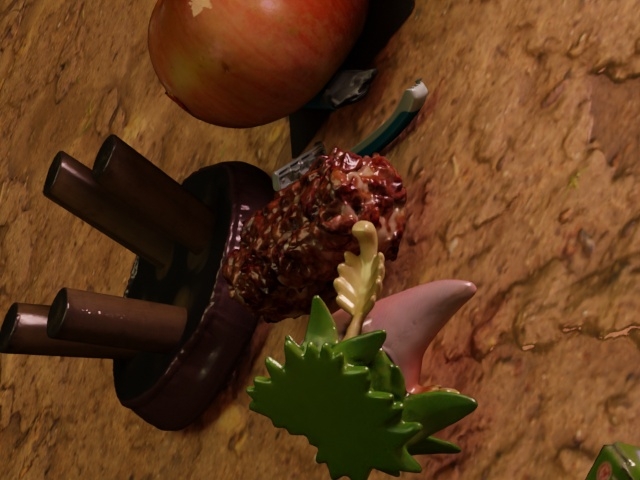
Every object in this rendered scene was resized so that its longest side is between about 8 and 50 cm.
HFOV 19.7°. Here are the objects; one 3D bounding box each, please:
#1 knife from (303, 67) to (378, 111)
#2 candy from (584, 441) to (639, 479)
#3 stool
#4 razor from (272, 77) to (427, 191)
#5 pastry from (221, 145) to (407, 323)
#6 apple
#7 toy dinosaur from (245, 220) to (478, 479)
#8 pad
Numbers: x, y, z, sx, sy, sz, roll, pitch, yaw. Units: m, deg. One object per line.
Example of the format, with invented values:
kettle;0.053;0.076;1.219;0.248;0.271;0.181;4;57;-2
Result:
knife;-0.016;-0.141;1.721;0.044;0.026;0.296;-61;21;-7
candy;0.159;0.224;1.057;0.194;0.062;0.097;-63;24;17
stool;-0.172;0.030;1.744;0.272;0.178;0.272;-47;32;42
razor;0.035;-0.085;1.573;0.068;0.037;0.191;-36;4;-40
pastry;0.000;-0.002;1.508;0.208;0.097;0.115;-38;46;51
apple;-0.061;-0.198;1.643;0.209;0.164;0.209;-41;17;16
toy dinosaur;0.049;0.090;1.352;0.194;0.152;0.177;-58;-2;41
pad;0.023;-0.189;1.708;0.211;0.003;0.143;-50;32;39
